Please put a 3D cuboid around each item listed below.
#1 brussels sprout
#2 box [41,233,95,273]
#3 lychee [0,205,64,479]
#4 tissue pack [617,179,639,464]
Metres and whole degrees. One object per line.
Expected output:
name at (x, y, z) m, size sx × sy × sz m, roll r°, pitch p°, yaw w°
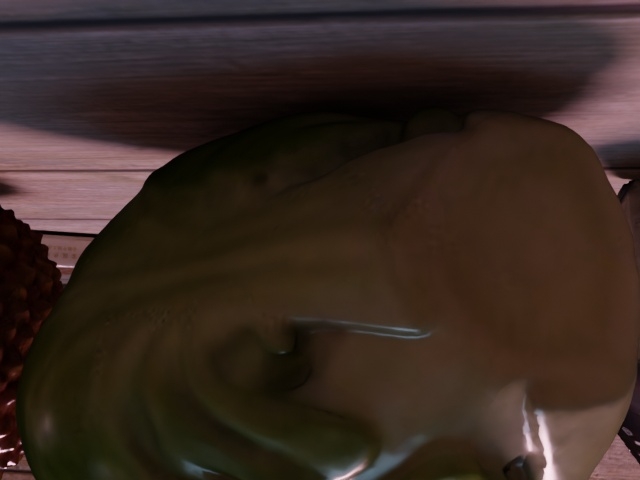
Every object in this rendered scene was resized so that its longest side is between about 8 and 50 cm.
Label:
brussels sprout at (0.007, 0.065, 0.505) m, size 0.289 × 0.281 × 0.354 m, roll 34°, pitch 142°, yaw -17°
box at (-0.450, 0.017, 1.270) m, size 0.365 × 0.051 × 0.204 m, roll 4°, pitch 174°, yaw -27°
lychee at (-0.363, 0.090, 0.750) m, size 0.306 × 0.306 × 0.330 m, roll -2°, pitch -159°, yaw 36°
tissue pack at (0.353, 0.130, 0.654) m, size 0.210 × 0.198 × 0.370 m, roll 2°, pitch 140°, yaw 50°
